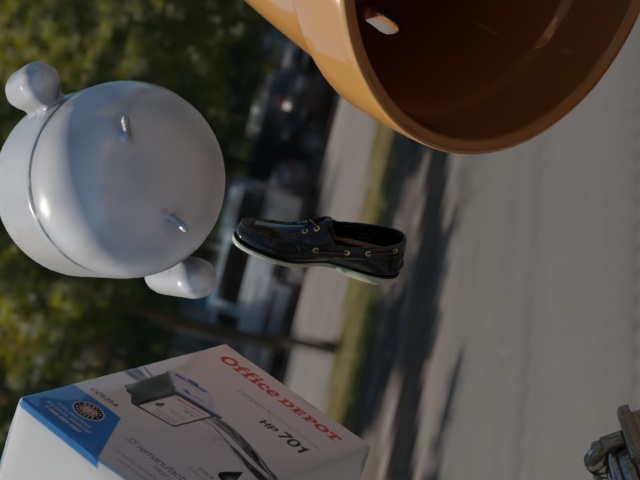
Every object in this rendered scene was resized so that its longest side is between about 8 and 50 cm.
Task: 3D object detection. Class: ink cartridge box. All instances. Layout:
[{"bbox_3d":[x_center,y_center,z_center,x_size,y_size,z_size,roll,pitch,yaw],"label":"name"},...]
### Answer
[{"bbox_3d":[-0.084,0.145,1.205,0.191,0.139,0.082,-14,-52,-50],"label":"ink cartridge box"}]

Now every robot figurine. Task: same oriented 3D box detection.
[{"bbox_3d":[-0.219,-0.060,2.005,0.200,0.300,0.353,-45,14,-16],"label":"robot figurine"}]

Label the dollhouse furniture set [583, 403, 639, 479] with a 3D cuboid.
[{"bbox_3d":[0.270,0.352,1.770,0.355,0.174,0.303,65,-172,-68],"label":"dollhouse furniture set"}]

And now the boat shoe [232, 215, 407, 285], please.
[{"bbox_3d":[0.000,-0.001,1.469,0.049,0.133,0.042,-87,10,-60],"label":"boat shoe"}]

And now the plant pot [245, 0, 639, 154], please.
[{"bbox_3d":[0.062,-0.223,1.295,0.203,0.291,0.291,25,104,46],"label":"plant pot"}]
